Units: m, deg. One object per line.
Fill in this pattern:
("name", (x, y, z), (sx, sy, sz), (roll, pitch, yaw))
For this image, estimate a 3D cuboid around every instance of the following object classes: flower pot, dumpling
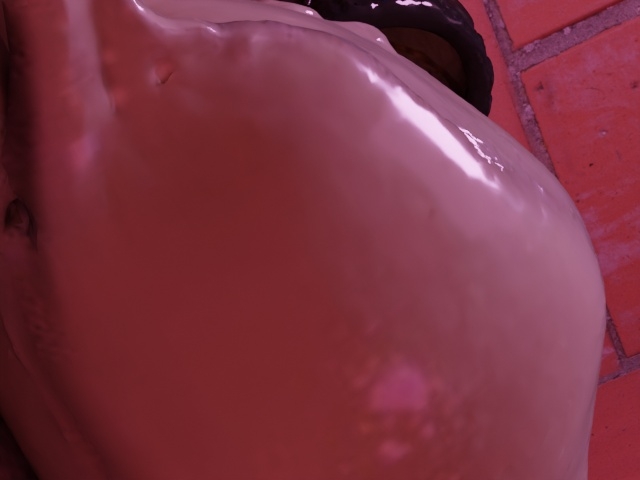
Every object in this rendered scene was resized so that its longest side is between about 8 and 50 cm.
("flower pot", (-0.021, -0.171, 1.095), (0.267, 0.266, 0.266), (57, -2, 40))
("dumpling", (-0.049, 0.010, 0.498), (0.315, 0.233, 0.395), (22, -18, 50))
